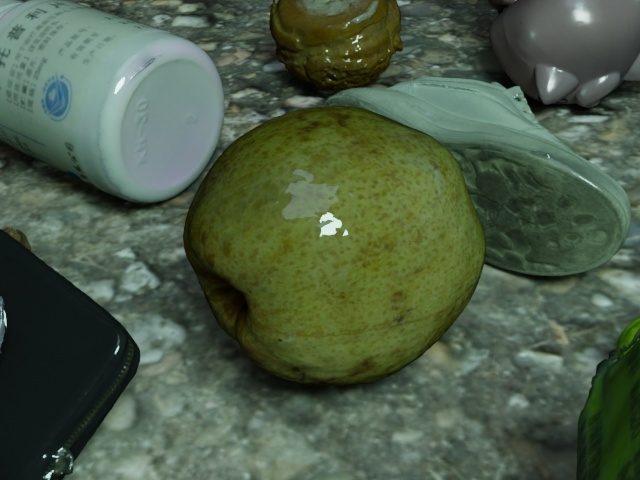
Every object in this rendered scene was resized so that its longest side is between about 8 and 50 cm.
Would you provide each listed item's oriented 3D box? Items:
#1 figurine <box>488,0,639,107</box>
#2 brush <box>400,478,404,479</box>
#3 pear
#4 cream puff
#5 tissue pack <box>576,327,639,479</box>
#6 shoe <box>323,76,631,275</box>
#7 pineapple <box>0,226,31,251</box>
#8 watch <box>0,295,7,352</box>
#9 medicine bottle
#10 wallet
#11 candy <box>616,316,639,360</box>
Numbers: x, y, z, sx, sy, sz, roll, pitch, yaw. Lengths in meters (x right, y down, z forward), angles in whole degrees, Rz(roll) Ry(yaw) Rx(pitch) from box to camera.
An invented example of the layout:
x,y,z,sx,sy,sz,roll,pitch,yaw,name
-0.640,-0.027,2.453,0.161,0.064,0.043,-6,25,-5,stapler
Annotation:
x,y,z,sx,sy,sz,roll,pitch,yaw,name
0.256,-0.275,0.931,0.176,0.186,0.287,-24,77,-5,figurine
0.043,0.191,0.539,0.013,0.016,0.084,-4,38,22,brush
0.000,0.000,0.635,0.211,0.188,0.228,-23,41,-38,pear
0.020,-0.238,0.975,0.150,0.115,0.165,-9,49,7,cream puff
0.232,0.221,0.295,0.288,0.124,0.394,27,34,1,tissue pack
0.157,-0.082,0.775,0.316,0.124,0.159,28,44,34,shoe
-0.328,0.013,0.768,0.124,0.058,0.058,2,41,9,pineapple
-0.350,0.063,0.569,0.248,0.211,0.217,21,88,10,watch
-0.254,-0.158,0.874,0.293,0.170,0.170,25,49,31,medicine bottle
-0.242,0.086,0.647,0.250,0.044,0.149,27,78,36,wallet
0.313,0.060,0.602,0.209,0.097,0.097,-13,40,-3,candy
